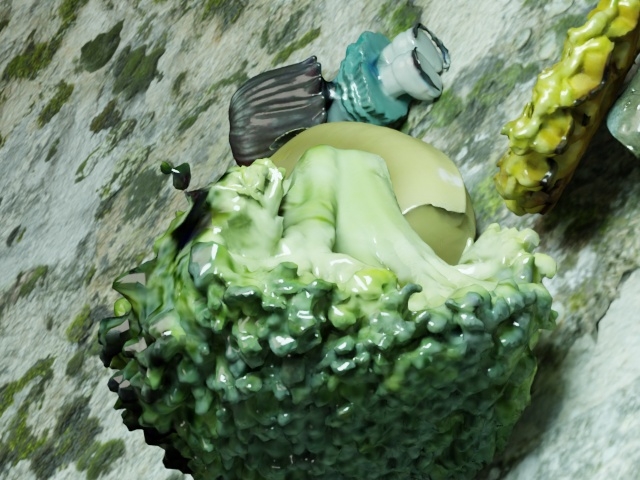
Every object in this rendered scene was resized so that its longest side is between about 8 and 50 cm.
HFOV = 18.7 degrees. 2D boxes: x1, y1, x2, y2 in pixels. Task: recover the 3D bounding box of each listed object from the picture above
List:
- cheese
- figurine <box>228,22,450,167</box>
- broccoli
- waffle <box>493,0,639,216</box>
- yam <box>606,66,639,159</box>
[{"bbox_3d":[0.000,0.000,1.783,0.259,0.128,0.316,-44,32,-2],"label":"cheese"},{"bbox_3d":[0.009,-0.131,1.950,0.245,0.110,0.138,-25,39,29],"label":"figurine"},{"bbox_3d":[0.003,0.042,1.475,0.348,0.293,0.281,-20,41,18],"label":"broccoli"},{"bbox_3d":[0.213,-0.126,1.564,0.237,0.059,0.243,-60,-9,-1],"label":"waffle"},{"bbox_3d":[0.302,-0.133,1.482,0.183,0.107,0.107,-48,26,10],"label":"yam"}]
